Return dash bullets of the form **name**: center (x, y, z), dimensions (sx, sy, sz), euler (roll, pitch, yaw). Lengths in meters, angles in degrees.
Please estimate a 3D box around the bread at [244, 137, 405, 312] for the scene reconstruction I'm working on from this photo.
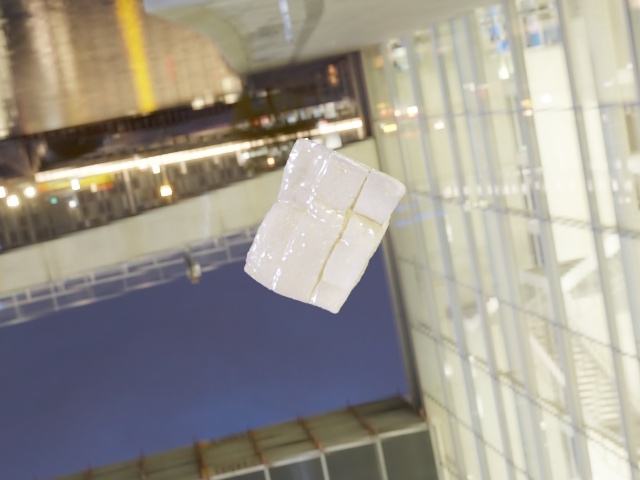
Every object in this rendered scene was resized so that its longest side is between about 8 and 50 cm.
- **bread**: center (0.009, -0.019, 0.765), dimensions (0.077, 0.105, 0.152), euler (25, -167, 2)
